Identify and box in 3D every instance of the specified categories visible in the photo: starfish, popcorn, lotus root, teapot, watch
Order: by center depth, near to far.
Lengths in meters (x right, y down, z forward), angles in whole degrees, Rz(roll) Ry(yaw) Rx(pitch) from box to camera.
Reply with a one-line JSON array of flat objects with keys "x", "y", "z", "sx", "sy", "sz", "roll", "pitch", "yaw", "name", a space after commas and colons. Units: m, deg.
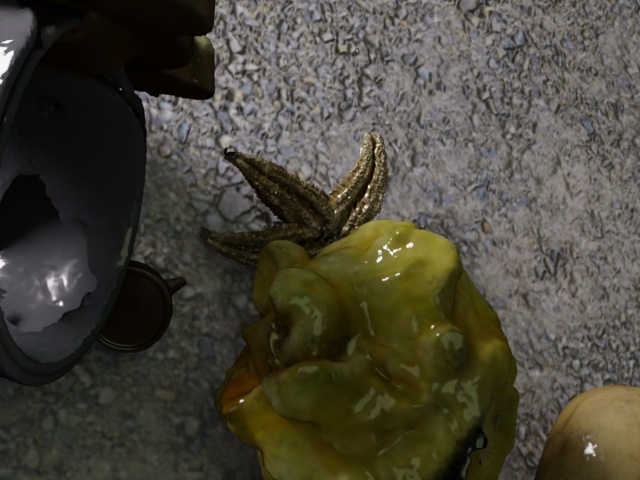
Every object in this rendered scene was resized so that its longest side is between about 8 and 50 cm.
[{"x": -0.231, "y": -0.060, "z": 0.883, "sx": 0.314, "sy": 0.335, "sz": 0.327, "roll": 11, "pitch": 83, "yaw": 11, "name": "watch"}, {"x": 0.039, "y": 0.123, "z": 0.988, "sx": 0.252, "sy": 0.215, "sz": 0.286, "roll": 9, "pitch": 84, "yaw": 1, "name": "popcorn"}, {"x": -0.172, "y": 0.055, "z": 1.011, "sx": 0.121, "sy": 0.068, "sz": 0.076, "roll": -18, "pitch": 102, "yaw": -7, "name": "teapot"}, {"x": 0.267, "y": 0.293, "z": 1.071, "sx": 0.169, "sy": 0.151, "sz": 0.342, "roll": 23, "pitch": 62, "yaw": -15, "name": "lotus root"}, {"x": -0.001, "y": 0.000, "z": 1.115, "sx": 0.227, "sy": 0.043, "sz": 0.240, "roll": 18, "pitch": 71, "yaw": -15, "name": "starfish"}]
